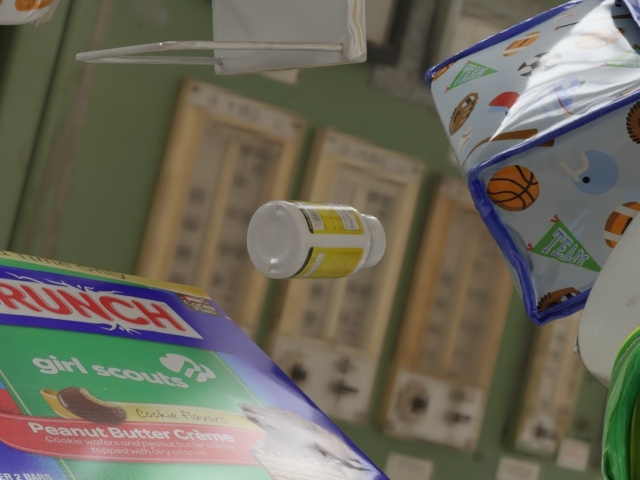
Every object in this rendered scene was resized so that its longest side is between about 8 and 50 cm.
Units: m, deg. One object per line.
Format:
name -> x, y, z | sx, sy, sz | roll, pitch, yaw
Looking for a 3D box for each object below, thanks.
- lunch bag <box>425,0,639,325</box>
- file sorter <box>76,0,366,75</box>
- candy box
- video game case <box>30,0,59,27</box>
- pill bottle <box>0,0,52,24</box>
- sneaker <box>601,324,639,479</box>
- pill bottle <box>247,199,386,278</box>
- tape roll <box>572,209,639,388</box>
lunch bag -> 0.328, -0.137, 1.825 | 0.386, 0.239, 0.328 | -24, 25, 7
file sorter -> -0.092, -0.272, 1.383 | 0.173, 0.277, 0.193 | -5, 4, -35
candy box -> -0.124, 0.121, 0.959 | 0.268, 0.122, 0.317 | 11, 18, -36
video game case -> -0.327, -0.342, 1.657 | 0.025, 0.285, 0.204 | -30, 5, -12
pill bottle -> -0.222, -0.269, 1.222 | 0.121, 0.216, 0.121 | 16, 22, -6
sneaker -> 0.210, 0.190, 1.046 | 0.109, 0.295, 0.123 | -9, -9, 16
pill bottle -> 0.000, 0.000, 1.458 | 0.065, 0.065, 0.116 | 9, 5, 42
tape roll -> 0.368, -0.014, 1.429 | 0.072, 0.392, 0.392 | 41, -10, -11
